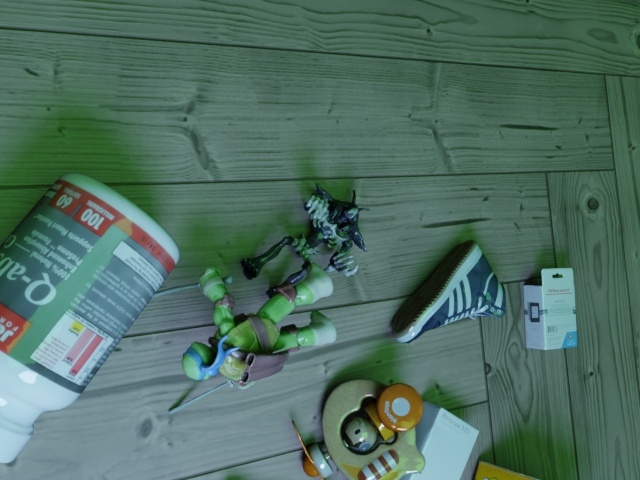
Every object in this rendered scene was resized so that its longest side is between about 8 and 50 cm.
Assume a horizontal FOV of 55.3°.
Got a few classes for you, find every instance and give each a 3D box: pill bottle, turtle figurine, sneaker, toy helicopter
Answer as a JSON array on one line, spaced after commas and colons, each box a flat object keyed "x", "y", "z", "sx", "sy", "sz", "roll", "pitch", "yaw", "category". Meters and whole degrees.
[{"x": -0.382, "y": 0.102, "z": 0.853, "sx": 0.210, "sy": 0.210, "sz": 0.363, "roll": 40, "pitch": 70, "yaw": -19, "category": "pill bottle"}, {"x": -0.124, "y": 0.132, "z": 0.982, "sx": 0.266, "sy": 0.274, "sz": 0.198, "roll": -17, "pitch": 81, "yaw": -31, "category": "turtle figurine"}, {"x": 0.275, "y": 0.142, "z": 1.251, "sx": 0.282, "sy": 0.099, "sz": 0.153, "roll": -45, "pitch": 104, "yaw": -26, "category": "sneaker"}, {"x": 0.074, "y": 0.431, "z": 1.094, "sx": 0.234, "sy": 0.140, "sz": 0.355, "roll": -4, "pitch": 72, "yaw": -3, "category": "toy helicopter"}]

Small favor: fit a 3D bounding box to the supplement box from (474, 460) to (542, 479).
[{"x": 0.396, "y": 0.659, "z": 1.211, "sx": 0.194, "sy": 0.195, "sz": 0.357, "roll": 30, "pitch": 72, "yaw": -26, "category": "supplement box"}]

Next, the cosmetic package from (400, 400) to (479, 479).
[{"x": 0.208, "y": 0.448, "z": 1.202, "sx": 0.117, "sy": 0.085, "sz": 0.231, "roll": 35, "pitch": 73, "yaw": -21, "category": "cosmetic package"}]

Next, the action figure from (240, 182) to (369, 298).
[{"x": 0.000, "y": 0.000, "z": 1.099, "sx": 0.275, "sy": 0.141, "sz": 0.164, "roll": -41, "pitch": 103, "yaw": -20, "category": "action figure"}]

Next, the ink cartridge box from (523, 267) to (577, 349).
[{"x": 0.526, "y": 0.154, "z": 1.399, "sx": 0.104, "sy": 0.060, "sz": 0.180, "roll": 0, "pitch": 86, "yaw": -26, "category": "ink cartridge box"}]
